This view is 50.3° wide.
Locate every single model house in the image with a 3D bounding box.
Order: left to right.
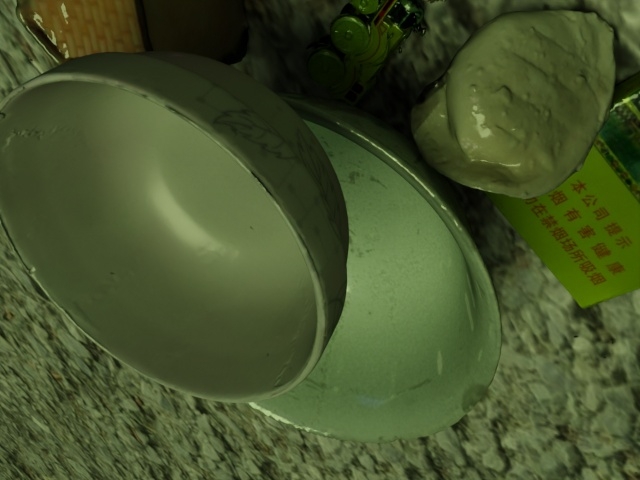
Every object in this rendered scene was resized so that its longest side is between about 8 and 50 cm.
[{"bbox_3d":[-0.189,-0.238,0.661,0.172,0.183,0.167,13,130,17],"label":"model house"}]

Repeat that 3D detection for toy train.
[{"bbox_3d":[0.071,-0.226,0.616,0.085,0.053,0.250,33,135,-10],"label":"toy train"}]

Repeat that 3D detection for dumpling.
[{"bbox_3d":[0.171,-0.113,0.583,0.150,0.176,0.092,64,157,3],"label":"dumpling"}]

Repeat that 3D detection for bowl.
[{"bbox_3d":[-0.099,-0.024,0.537,0.286,0.144,0.287,16,132,18],"label":"bowl"},{"bbox_3d":[0.000,0.000,0.738,0.434,0.196,0.435,16,131,19],"label":"bowl"}]

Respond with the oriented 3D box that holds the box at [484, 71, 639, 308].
[{"bbox_3d":[0.327,-0.069,0.601,0.187,0.047,0.335,47,133,-11],"label":"box"}]
